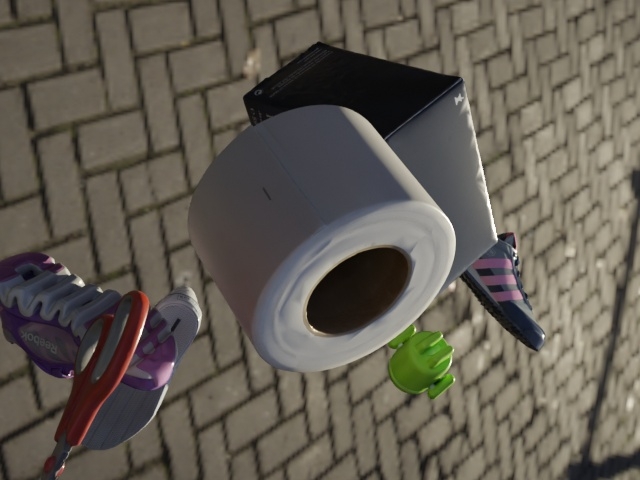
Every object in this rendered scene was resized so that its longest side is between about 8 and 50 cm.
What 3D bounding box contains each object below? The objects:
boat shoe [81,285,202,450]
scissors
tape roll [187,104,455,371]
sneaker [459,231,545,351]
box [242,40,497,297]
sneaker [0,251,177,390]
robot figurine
[{"bbox_3d":[-0.209,0.152,1.502,0.083,0.226,0.076,38,15,-11],"label":"boat shoe"},{"bbox_3d":[-0.220,0.177,1.091,0.021,0.109,0.297,34,58,-25],"label":"scissors"},{"bbox_3d":[0.000,0.000,1.364,0.246,0.169,0.246,-21,142,-18],"label":"tape roll"},{"bbox_3d":[0.336,0.059,2.327,0.131,0.112,0.319,-42,104,-7],"label":"sneaker"},{"bbox_3d":[0.074,-0.103,1.858,0.183,0.294,0.296,-40,130,-29],"label":"box"},{"bbox_3d":[-0.249,0.103,1.320,0.095,0.236,0.105,-30,138,-51],"label":"sneaker"},{"bbox_3d":[0.134,0.166,1.714,0.067,0.115,0.101,-33,78,-36],"label":"robot figurine"}]
